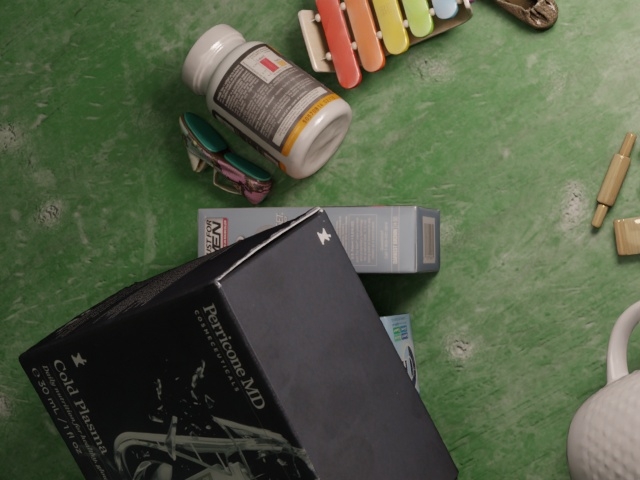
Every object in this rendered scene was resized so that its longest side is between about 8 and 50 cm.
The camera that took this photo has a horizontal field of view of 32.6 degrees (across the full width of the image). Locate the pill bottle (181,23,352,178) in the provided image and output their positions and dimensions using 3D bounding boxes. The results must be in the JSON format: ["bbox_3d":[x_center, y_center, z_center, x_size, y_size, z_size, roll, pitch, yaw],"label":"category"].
[{"bbox_3d":[-0.096,-0.245,1.896,0.278,0.162,0.162,39,100,15],"label":"pill bottle"}]

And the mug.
[{"bbox_3d":[0.538,0.261,1.607,0.328,0.276,0.374,-14,79,44],"label":"mug"}]

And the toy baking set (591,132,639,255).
[{"bbox_3d":[0.553,-0.087,1.754,0.196,0.030,0.256,18,94,15],"label":"toy baking set"}]

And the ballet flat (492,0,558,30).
[{"bbox_3d":[0.290,-0.434,1.831,0.250,0.058,0.084,40,99,15],"label":"ballet flat"}]

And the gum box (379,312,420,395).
[{"bbox_3d":[0.122,0.216,1.815,0.041,0.157,0.184,-9,86,18],"label":"gum box"}]

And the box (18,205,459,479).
[{"bbox_3d":[-0.127,0.270,1.686,0.471,0.297,0.480,-22,99,38],"label":"box"}]

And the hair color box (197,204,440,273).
[{"bbox_3d":[0.000,0.000,1.845,0.374,0.185,0.114,-1,89,18],"label":"hair color box"}]

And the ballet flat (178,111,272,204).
[{"bbox_3d":[-0.183,-0.140,1.975,0.221,0.077,0.079,38,119,15],"label":"ballet flat"}]

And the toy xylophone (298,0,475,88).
[{"bbox_3d":[0.107,-0.412,1.859,0.322,0.081,0.236,-28,78,27],"label":"toy xylophone"}]
